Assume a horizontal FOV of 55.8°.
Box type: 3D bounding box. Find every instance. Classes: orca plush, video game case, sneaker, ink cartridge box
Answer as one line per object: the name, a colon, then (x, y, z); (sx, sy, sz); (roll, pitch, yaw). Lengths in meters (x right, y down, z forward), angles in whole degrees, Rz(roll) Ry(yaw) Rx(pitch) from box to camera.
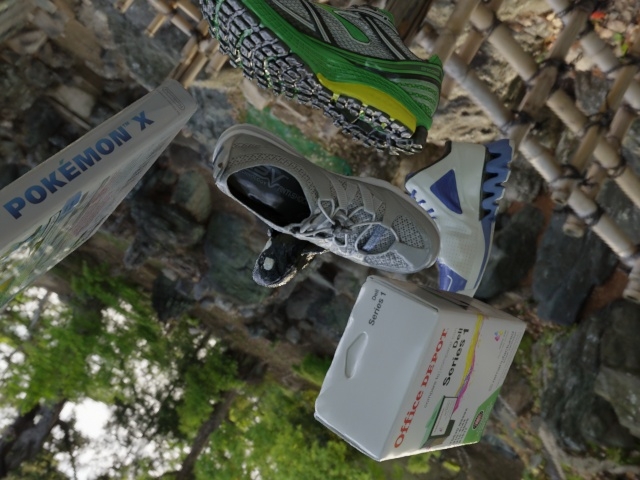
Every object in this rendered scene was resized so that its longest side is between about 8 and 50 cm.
orca plush: (0.000, 0.000, 1.191); (0.102, 0.287, 0.151); (35, 149, 42)
video game case: (-0.274, 0.017, 0.527); (0.036, 0.300, 0.329); (48, 141, -10)
sneaker: (0.003, -0.025, 0.668); (0.281, 0.105, 0.115); (23, -154, -7)
sneaker: (0.234, -0.047, 1.123); (0.182, 0.315, 0.127); (14, -177, 13)
ink cartridge box: (0.147, 0.173, 0.830); (0.117, 0.201, 0.278); (25, -173, 40)
sneaker: (0.005, -0.247, 0.771); (0.344, 0.146, 0.134); (28, 166, -20)
